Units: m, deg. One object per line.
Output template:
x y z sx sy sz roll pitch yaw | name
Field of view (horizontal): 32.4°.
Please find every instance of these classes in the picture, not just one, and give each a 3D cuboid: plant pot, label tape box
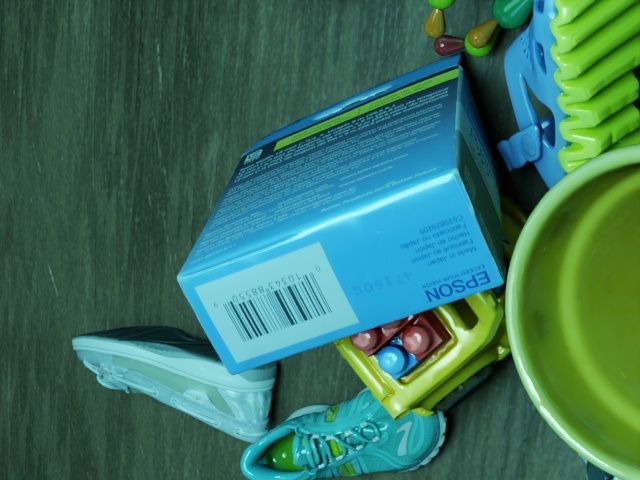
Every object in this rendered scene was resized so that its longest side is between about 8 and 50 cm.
0.313 0.044 0.865 0.254 0.239 0.253 7 100 40 | plant pot
0.035 -0.041 1.022 0.249 0.347 0.115 -21 109 17 | label tape box

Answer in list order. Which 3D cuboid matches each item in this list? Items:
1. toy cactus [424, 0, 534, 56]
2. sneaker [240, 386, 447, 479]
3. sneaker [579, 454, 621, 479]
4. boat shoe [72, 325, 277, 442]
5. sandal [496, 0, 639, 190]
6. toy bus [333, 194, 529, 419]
0.180 -0.256 1.010 0.181 0.112 0.219 13 128 16 | toy cactus
0.024 0.226 1.222 0.275 0.110 0.107 -27 79 39 | sneaker
0.295 0.194 0.968 0.330 0.146 0.122 38 120 32 | sneaker
-0.194 0.173 1.398 0.321 0.118 0.103 8 97 32 | boat shoe
0.211 -0.153 0.964 0.138 0.126 0.317 32 136 46 | sandal
0.114 0.062 1.032 0.220 0.211 0.149 -42 75 13 | toy bus
